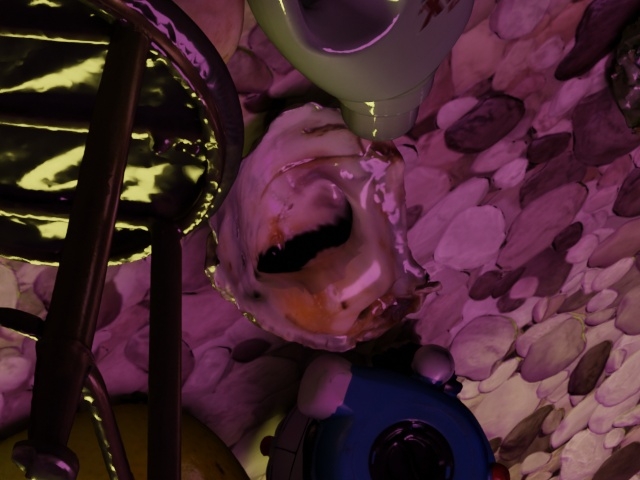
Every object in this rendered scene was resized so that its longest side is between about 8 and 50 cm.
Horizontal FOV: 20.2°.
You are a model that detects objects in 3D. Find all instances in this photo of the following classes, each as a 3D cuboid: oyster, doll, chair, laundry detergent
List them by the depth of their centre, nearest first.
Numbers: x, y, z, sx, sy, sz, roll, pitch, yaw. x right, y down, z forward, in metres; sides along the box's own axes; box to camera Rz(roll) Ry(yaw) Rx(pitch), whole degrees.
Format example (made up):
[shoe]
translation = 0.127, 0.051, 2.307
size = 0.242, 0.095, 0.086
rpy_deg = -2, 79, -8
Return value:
[chair]
translation = -0.232, 0.045, 1.080
size = 0.365, 0.410, 0.362
rpy_deg = 5, 140, 12
[laundry detergent]
translation = 0.036, -0.214, 1.304
size = 0.264, 0.125, 0.398
rpy_deg = -45, 155, -29
[oyster]
translation = -0.007, -0.006, 1.551
size = 0.275, 0.100, 0.271
rpy_deg = -13, 131, -32
[doll]
translation = 0.061, 0.231, 1.732
size = 0.310, 0.240, 0.284
rpy_deg = 122, -15, -74

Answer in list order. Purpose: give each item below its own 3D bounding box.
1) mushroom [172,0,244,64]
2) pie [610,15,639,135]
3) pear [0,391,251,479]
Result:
[mushroom]
translation = -0.136, -0.156, 1.256
size = 0.166, 0.127, 0.166
rpy_deg = -17, 146, -12
[pie]
translation = 0.399, -0.241, 1.645
size = 0.296, 0.078, 0.371
rpy_deg = -20, 140, -23
[pear]
translation = -0.144, 0.330, 1.639
size = 0.238, 0.318, 0.342
rpy_deg = -36, 146, 7
